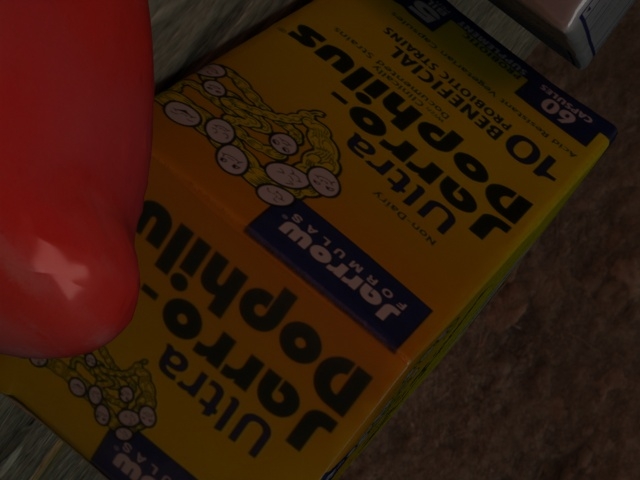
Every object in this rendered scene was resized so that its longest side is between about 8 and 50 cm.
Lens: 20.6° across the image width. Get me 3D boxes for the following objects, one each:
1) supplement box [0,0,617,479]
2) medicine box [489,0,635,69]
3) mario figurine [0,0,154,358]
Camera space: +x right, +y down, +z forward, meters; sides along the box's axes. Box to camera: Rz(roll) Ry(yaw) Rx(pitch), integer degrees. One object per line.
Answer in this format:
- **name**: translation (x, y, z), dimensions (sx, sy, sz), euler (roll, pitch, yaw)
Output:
- **supplement box**: translation (0.000, 0.000, 1.038), dimensions (0.195, 0.194, 0.356), euler (-56, 172, 34)
- **medicine box**: translation (0.178, -0.258, 1.065), dimensions (0.263, 0.149, 0.289), euler (-53, 173, 7)
- **mario figurine**: translation (-0.181, 0.009, 0.412), dimensions (0.320, 0.170, 0.198), euler (-41, -151, -2)
